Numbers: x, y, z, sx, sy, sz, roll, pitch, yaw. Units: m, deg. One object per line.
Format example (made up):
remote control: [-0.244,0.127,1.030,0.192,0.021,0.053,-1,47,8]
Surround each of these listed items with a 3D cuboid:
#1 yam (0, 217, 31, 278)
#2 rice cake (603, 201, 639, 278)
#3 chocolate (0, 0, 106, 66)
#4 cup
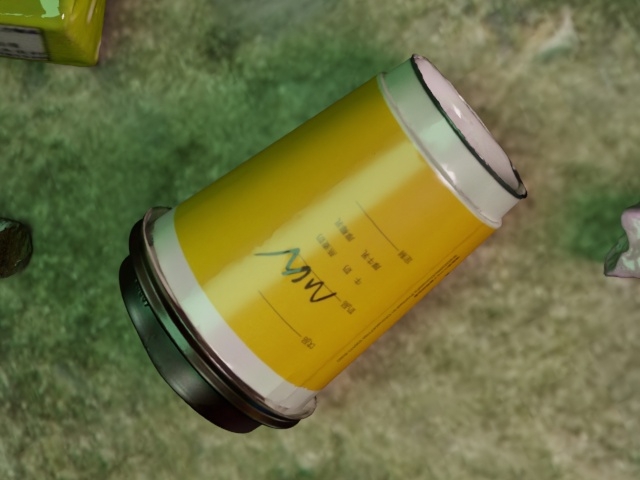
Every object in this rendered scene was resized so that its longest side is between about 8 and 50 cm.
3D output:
yam: [-0.322,0.001,1.305,0.132,0.054,0.054,8,94,28]
rice cake: [0.353,0.010,0.942,0.365,0.072,0.056,5,95,30]
chocolate: [-0.314,-0.301,1.183,0.301,0.137,0.289,6,93,-4]
cup: [0.000,0.000,1.069,0.279,0.196,0.196,-39,73,15]
